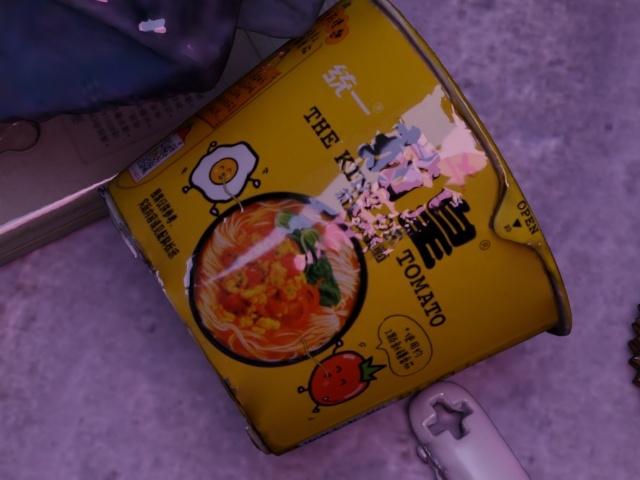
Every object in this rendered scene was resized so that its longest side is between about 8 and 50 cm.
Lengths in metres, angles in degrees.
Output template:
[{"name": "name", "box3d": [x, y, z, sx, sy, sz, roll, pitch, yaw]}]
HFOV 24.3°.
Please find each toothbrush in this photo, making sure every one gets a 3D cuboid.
[{"name": "toothbrush", "box3d": [0.162, 0.231, 0.626, 0.042, 0.040, 0.418, -31, 68, -11]}]

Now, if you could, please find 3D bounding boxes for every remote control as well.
[{"name": "remote control", "box3d": [-0.086, -0.074, 0.736, 0.233, 0.038, 0.098, -26, 71, -10]}]

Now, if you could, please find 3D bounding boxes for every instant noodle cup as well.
[{"name": "instant noodle cup", "box3d": [0.000, 0.000, 0.643, 0.144, 0.182, 0.182, -31, 72, -4]}]

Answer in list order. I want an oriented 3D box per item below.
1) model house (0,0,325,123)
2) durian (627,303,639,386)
[{"name": "model house", "box3d": [-0.143, -0.216, 0.652, 0.339, 0.297, 0.360, 10, 61, 3]}, {"name": "durian", "box3d": [0.205, 0.035, 0.685, 0.110, 0.071, 0.140, 14, 64, 4]}]
